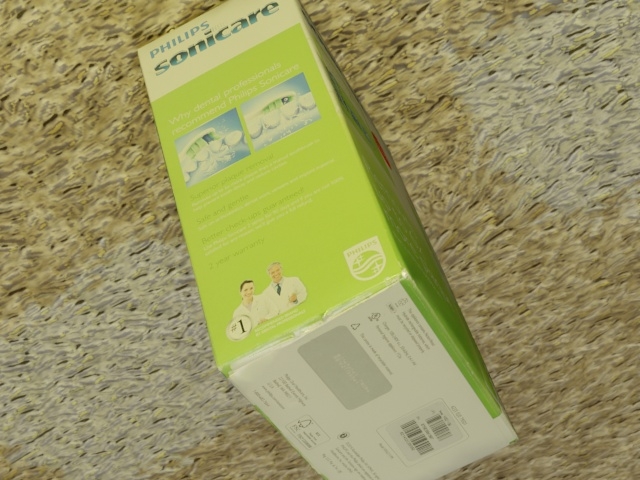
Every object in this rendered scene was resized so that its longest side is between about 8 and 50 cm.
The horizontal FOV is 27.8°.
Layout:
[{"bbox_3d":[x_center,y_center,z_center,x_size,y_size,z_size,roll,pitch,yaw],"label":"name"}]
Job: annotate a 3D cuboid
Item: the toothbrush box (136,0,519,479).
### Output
[{"bbox_3d":[0.000,0.000,0.840,0.122,0.283,0.206,-28,137,7],"label":"toothbrush box"}]
